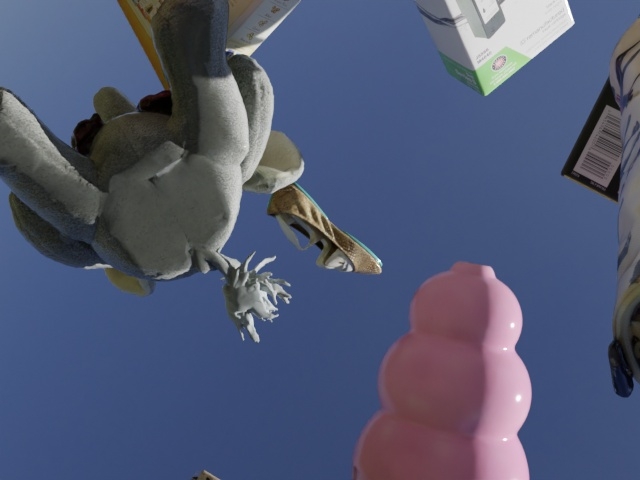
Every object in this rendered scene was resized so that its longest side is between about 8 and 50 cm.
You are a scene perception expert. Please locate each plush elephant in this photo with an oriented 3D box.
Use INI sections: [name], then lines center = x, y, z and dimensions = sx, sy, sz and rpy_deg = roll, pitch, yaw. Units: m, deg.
[plush elephant]
center = -0.161, -0.069, 0.885
dimensions = 0.272, 0.330, 0.255
rpy_deg = -35, -161, -6

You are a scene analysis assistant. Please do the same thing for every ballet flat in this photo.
[ballet flat]
center = 0.000, 0.000, 1.293
dimensions = 0.067, 0.206, 0.073
rpy_deg = -55, -166, -22

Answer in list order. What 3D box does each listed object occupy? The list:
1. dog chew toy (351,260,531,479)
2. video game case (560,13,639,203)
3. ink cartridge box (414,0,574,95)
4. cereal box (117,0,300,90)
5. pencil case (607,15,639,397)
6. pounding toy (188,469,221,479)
[dog chew toy]
center = 0.151, 0.190, 1.025
dimensions = 0.207, 0.207, 0.331
rpy_deg = 10, -90, 51
[video game case]
center = 0.453, -0.136, 1.041
dimensions = 0.248, 0.274, 0.035
rpy_deg = 31, -144, 18
[ink cartridge box]
center = 0.259, -0.399, 1.388
dimensions = 0.198, 0.273, 0.115
rpy_deg = -39, -136, -2
[cereal box]
center = -0.089, -0.269, 0.846
dimensions = 0.240, 0.047, 0.173
rpy_deg = -41, -116, 24
[pencil case]
center = 0.316, -0.045, 0.719
dimensions = 0.160, 0.183, 0.410
rpy_deg = 14, -137, 6
[pounding toy]
center = -0.216, 0.467, 1.378
dimensions = 0.206, 0.094, 0.181
rpy_deg = -58, -177, -19
